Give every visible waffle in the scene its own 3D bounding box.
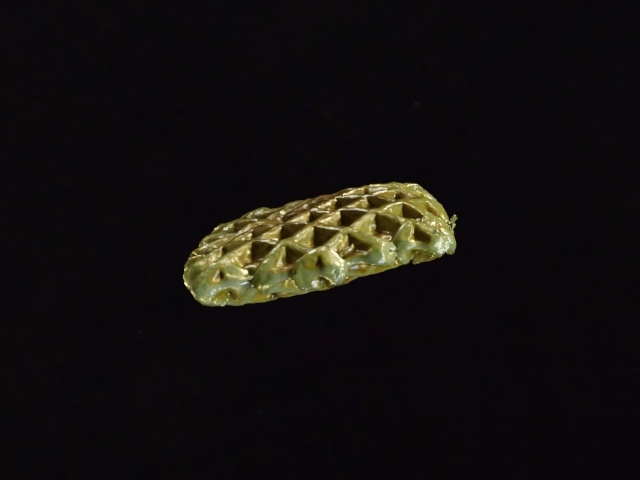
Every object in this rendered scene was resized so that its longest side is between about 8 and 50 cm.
[{"bbox_3d":[0.000,0.000,0.947,0.207,0.214,0.054,-15,-77,-1],"label":"waffle"}]
